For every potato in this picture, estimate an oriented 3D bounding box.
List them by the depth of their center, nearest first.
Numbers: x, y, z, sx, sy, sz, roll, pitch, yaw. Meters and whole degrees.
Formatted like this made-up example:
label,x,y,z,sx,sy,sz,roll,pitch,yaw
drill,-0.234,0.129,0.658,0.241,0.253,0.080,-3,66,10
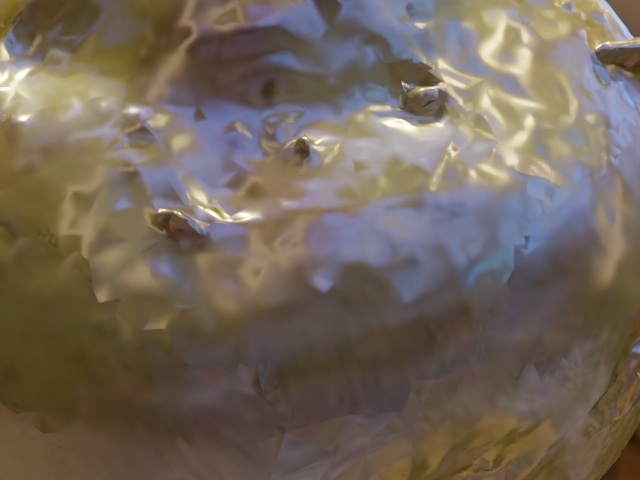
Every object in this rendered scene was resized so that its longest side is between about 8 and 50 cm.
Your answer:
label,x,y,z,sx,sy,sz,roll,pitch,yaw
potato,-0.034,0.012,0.794,0.442,0.385,0.319,-26,23,-10
